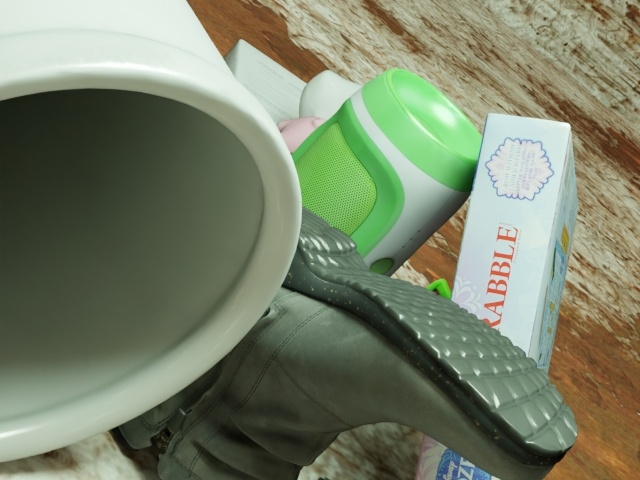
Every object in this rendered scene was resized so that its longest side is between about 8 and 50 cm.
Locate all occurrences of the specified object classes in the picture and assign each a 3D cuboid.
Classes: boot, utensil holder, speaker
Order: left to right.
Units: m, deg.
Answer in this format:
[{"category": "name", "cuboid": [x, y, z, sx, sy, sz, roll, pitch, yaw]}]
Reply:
[{"category": "utensil holder", "cuboid": [-0.234, -0.104, 0.791, 0.328, 0.327, 0.385, 15, 36, -46]}, {"category": "speaker", "cuboid": [0.000, 0.000, 1.002, 0.131, 0.296, 0.131, 34, 26, -19]}, {"category": "boot", "cuboid": [0.001, 0.123, 0.834, 0.118, 0.222, 0.338, 13, 17, -48]}]

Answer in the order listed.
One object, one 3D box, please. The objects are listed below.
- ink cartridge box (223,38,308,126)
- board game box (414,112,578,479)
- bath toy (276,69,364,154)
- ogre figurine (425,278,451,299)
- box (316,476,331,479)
[{"category": "ink cartridge box", "cuboid": [-0.025, -0.118, 1.454, 0.223, 0.045, 0.224, 32, 29, -22]}, {"category": "board game box", "cuboid": [0.150, 0.090, 0.991, 0.066, 0.318, 0.319, 10, -7, 15]}, {"category": "bath toy", "cuboid": [0.009, -0.059, 1.259, 0.348, 0.129, 0.151, -62, 147, -52]}, {"category": "ogre figurine", "cuboid": [0.114, 0.109, 1.247, 0.197, 0.097, 0.118, 4, 56, -39]}, {"category": "box", "cuboid": [0.037, 0.267, 0.880, 0.184, 0.045, 0.191, 28, 21, 15]}]
